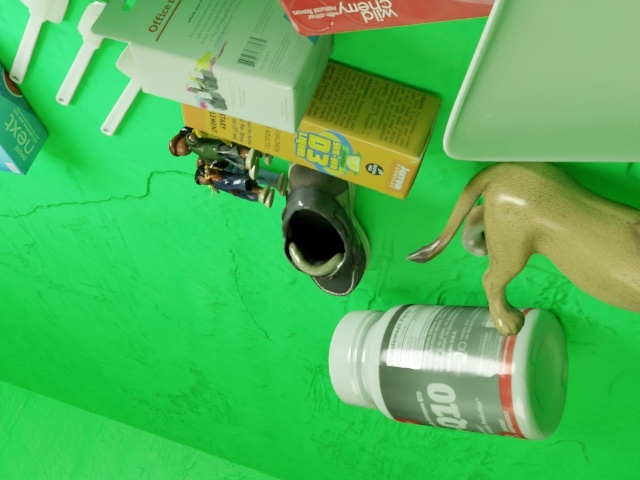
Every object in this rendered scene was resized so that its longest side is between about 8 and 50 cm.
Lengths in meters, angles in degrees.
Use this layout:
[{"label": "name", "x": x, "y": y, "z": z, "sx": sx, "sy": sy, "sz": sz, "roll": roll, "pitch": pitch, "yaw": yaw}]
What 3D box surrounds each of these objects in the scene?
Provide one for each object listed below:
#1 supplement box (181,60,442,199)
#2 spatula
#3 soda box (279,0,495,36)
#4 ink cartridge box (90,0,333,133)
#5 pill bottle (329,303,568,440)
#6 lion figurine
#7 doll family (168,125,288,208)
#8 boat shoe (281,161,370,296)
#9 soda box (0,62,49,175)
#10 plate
[{"label": "supplement box", "x": -0.011, "y": -0.121, "z": 0.726, "sx": 0.233, "sy": 0.080, "sz": 0.078, "roll": 17, "pitch": 153, "yaw": 4}, {"label": "spatula", "x": -0.255, "y": -0.190, "z": 0.833, "sx": 0.168, "sy": 0.019, "sz": 0.242, "roll": 30, "pitch": 150, "yaw": -18}, {"label": "soda box", "x": 0.089, "y": -0.205, "z": 0.506, "sx": 0.263, "sy": 0.083, "sz": 0.092, "roll": 2, "pitch": 146, "yaw": 31}, {"label": "ink cartridge box", "x": -0.089, "y": -0.170, "z": 0.663, "sx": 0.181, "sy": 0.104, "sz": 0.061, "roll": 17, "pitch": 151, "yaw": 9}, {"label": "pill bottle", "x": 0.164, "y": 0.166, "z": 1.017, "sx": 0.283, "sy": 0.161, "sz": 0.161, "roll": -2, "pitch": 144, "yaw": 36}, {"label": "lion figurine", "x": 0.262, "y": 0.006, "z": 0.702, "sx": 0.392, "sy": 0.142, "sz": 0.240, "roll": 16, "pitch": 144, "yaw": 19}, {"label": "doll family", "x": -0.104, "y": -0.086, "z": 0.842, "sx": 0.111, "sy": 0.076, "sz": 0.193, "roll": 13, "pitch": 158, "yaw": 12}, {"label": "boat shoe", "x": 0.000, "y": 0.000, "z": 0.911, "sx": 0.102, "sy": 0.092, "sz": 0.285, "roll": 15, "pitch": 151, "yaw": 12}, {"label": "soda box", "x": -0.408, "y": -0.171, "z": 0.914, "sx": 0.067, "sy": 0.071, "sz": 0.210, "roll": 11, "pitch": 150, "yaw": 16}, {"label": "plate", "x": 0.222, "y": -0.156, "z": 0.407, "sx": 0.277, "sy": 0.045, "sz": 0.278, "roll": -1, "pitch": 137, "yaw": -13}]
